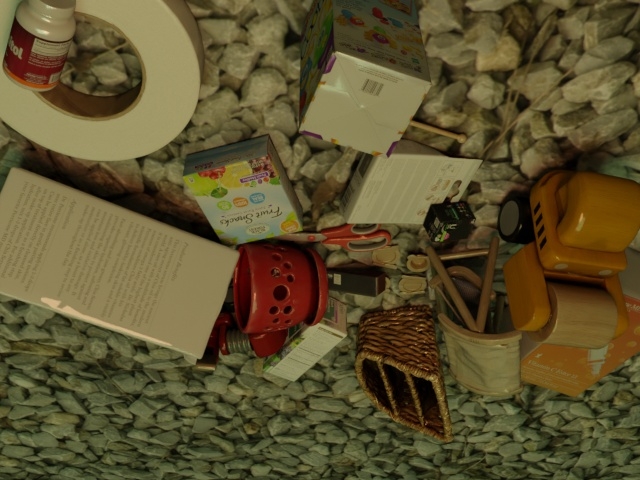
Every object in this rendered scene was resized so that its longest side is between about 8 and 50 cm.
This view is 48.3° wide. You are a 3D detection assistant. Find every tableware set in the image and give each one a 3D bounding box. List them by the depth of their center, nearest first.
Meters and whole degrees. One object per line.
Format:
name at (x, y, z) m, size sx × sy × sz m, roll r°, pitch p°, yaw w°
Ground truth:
tableware set at (0.177, 0.072, 1.601) m, size 0.141 × 0.020 × 0.169 m, roll 4°, pitch 136°, yaw -3°

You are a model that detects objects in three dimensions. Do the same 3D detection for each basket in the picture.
basket at (0.192, 0.337, 1.728) m, size 0.213 × 0.223 × 0.299 m, roll -9°, pitch 136°, yaw 9°

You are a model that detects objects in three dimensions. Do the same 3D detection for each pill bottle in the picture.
pill bottle at (-0.419, -0.306, 1.070) m, size 0.086 × 0.086 × 0.152 m, roll 21°, pitch 131°, yaw -20°

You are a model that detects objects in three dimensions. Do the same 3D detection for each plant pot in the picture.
plant pot at (-0.085, 0.096, 1.507) m, size 0.174 × 0.191 × 0.191 m, roll -2°, pitch 138°, yaw -20°

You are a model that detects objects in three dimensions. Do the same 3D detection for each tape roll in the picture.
tape roll at (-0.389, -0.303, 1.184) m, size 0.392 × 0.072 × 0.392 m, roll 1°, pitch 135°, yaw 1°

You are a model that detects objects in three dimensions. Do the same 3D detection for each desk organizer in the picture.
desk organizer at (0.077, 0.089, 1.582) m, size 0.130 × 0.050 × 0.047 m, roll 7°, pitch 107°, yaw 29°

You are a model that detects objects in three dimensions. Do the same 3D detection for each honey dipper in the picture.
honey dipper at (0.197, -0.206, 1.313) m, size 0.160 × 0.030 × 0.030 m, roll 15°, pitch 134°, yaw -18°

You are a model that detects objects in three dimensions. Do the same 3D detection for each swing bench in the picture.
swing bench at (0.327, 0.172, 1.518) m, size 0.165 × 0.255 × 0.253 m, roll -9°, pitch 141°, yaw 9°

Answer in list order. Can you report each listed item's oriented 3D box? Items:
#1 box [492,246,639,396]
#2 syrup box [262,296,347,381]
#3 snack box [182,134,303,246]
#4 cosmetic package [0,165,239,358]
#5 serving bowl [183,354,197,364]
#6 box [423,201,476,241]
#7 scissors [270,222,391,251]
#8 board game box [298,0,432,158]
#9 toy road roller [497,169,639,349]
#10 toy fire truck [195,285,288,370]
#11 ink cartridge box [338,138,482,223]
box at (0.584, 0.176, 1.600) m, size 0.215 × 0.168 × 0.345 m, roll 19°, pitch 132°, yaw -18°
syrup box at (-0.038, 0.234, 1.714) m, size 0.096 × 0.093 × 0.237 m, roll 25°, pitch 131°, yaw -22°
snack box at (-0.146, -0.091, 1.400) m, size 0.174 × 0.070 × 0.207 m, roll -13°, pitch 136°, yaw 13°
cosmetic package at (-0.417, 0.051, 1.400) m, size 0.453 × 0.230 × 0.161 m, roll 23°, pitch 169°, yaw -19°
serving bowl at (-0.304, 0.283, 1.811) m, size 0.083 × 0.027 × 0.083 m, roll 1°, pitch 135°, yaw 1°
box at (0.262, -0.038, 1.451) m, size 0.083 × 0.052 × 0.062 m, roll -6°, pitch 139°, yaw -19°
scissors at (0.000, 0.000, 1.526) m, size 0.297 × 0.021 × 0.109 m, roll -10°, pitch 136°, yaw 8°
board game box at (0.056, -0.276, 1.064) m, size 0.144 × 0.275 × 0.142 m, roll 15°, pitch 134°, yaw -15°
toy road roller at (0.480, 0.017, 1.325) m, size 0.202 × 0.329 × 0.240 m, roll 8°, pitch 151°, yaw -15°
toy fire truck at (-0.191, 0.217, 1.587) m, size 0.217 × 0.246 × 0.158 m, roll -6°, pitch 136°, yaw 7°
ink cartridge box at (0.174, -0.112, 1.408) m, size 0.232 × 0.066 × 0.189 m, roll -4°, pitch 139°, yaw -27°
